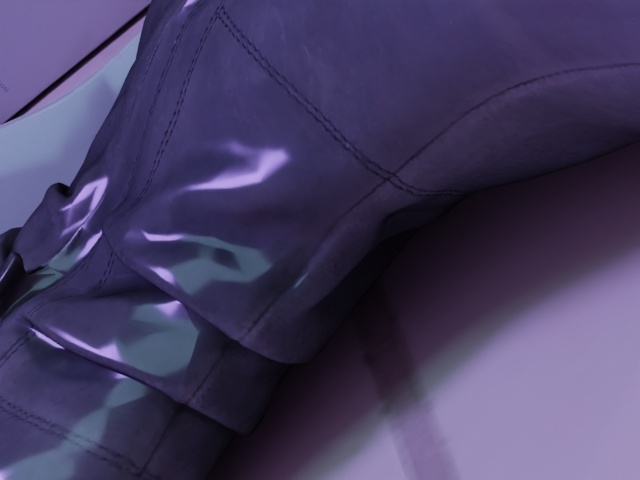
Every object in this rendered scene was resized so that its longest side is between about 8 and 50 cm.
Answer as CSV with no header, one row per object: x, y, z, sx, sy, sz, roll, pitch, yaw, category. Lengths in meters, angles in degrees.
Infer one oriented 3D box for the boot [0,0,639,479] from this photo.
0.000,0.000,0.500,0.223,0.118,0.338,-55,17,-9,boot

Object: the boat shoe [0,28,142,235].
-0.068,-0.021,0.699,0.219,0.078,0.070,-37,-21,1,boat shoe

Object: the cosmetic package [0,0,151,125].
-0.197,-0.204,1.085,0.224,0.224,0.138,-36,21,17,cosmetic package
